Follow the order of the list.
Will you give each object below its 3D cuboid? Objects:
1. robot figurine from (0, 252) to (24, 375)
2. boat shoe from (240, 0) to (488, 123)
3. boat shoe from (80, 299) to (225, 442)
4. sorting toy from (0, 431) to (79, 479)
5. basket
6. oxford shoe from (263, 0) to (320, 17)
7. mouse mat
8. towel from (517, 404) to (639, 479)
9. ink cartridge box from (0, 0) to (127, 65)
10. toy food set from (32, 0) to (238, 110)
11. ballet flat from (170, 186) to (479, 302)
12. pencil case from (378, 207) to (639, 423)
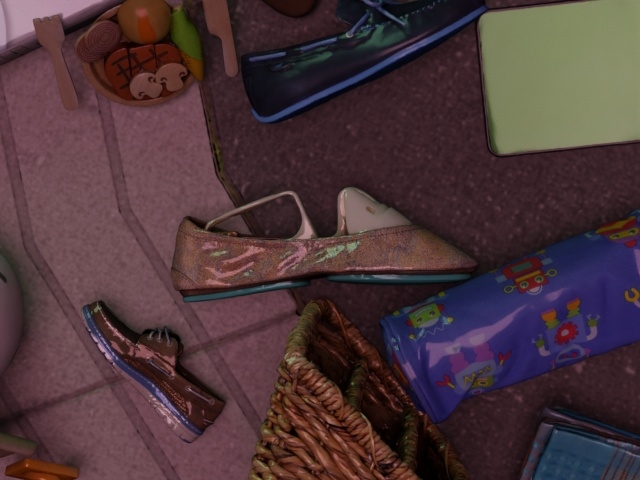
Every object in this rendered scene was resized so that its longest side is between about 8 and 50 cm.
[{"bbox_3d":[-0.443,0.079,1.537,0.278,0.209,0.174,-1,75,6],"label":"robot figurine"},{"bbox_3d":[0.037,-0.203,1.497,0.258,0.109,0.089,-24,90,5],"label":"boat shoe"},{"bbox_3d":[-0.173,0.124,1.576,0.066,0.066,0.183,-41,101,3],"label":"boat shoe"},{"bbox_3d":[-0.407,0.190,1.525,0.196,0.347,0.047,-17,60,44],"label":"sorting toy"},{"bbox_3d":[0.051,0.201,1.438,0.213,0.299,0.223,16,97,4],"label":"basket"},{"bbox_3d":[-0.077,-0.298,1.477,0.082,0.096,0.227,-30,120,19],"label":"oxford shoe"},{"bbox_3d":[0.257,-0.168,1.528,0.189,0.007,0.153,-5,95,5],"label":"mouse mat"},{"bbox_3d":[0.300,0.375,1.534,0.271,0.040,0.370,18,107,5],"label":"towel"},{"bbox_3d":[-0.397,-0.360,1.531,0.308,0.091,0.385,-24,94,7],"label":"ink cartridge box"},{"bbox_3d":[-0.179,-0.185,1.510,0.192,0.038,0.132,-13,130,-2],"label":"toy food set"},{"bbox_3d":[0.000,0.000,1.525,0.316,0.107,0.106,-4,88,5],"label":"ballet flat"},{"bbox_3d":[0.213,0.078,1.485,0.306,0.119,0.133,-22,125,-1],"label":"pencil case"}]
